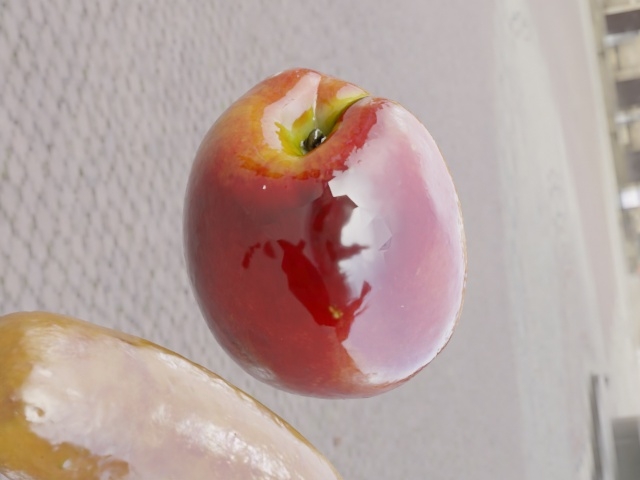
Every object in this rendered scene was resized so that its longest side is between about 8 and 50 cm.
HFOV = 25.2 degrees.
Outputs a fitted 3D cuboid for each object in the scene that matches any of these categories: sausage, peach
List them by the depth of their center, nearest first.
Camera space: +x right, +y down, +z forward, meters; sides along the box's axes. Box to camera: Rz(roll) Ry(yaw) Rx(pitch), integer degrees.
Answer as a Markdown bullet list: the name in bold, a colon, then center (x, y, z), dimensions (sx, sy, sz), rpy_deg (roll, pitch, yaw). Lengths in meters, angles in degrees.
- **sausage**: center (-0.079, 0.124, 0.785), dimensions (0.270, 0.109, 0.109), rpy_deg (36, 39, -32)
- **peach**: center (0.000, 0.000, 1.035), dimensions (0.243, 0.199, 0.243), rpy_deg (167, -90, -81)
